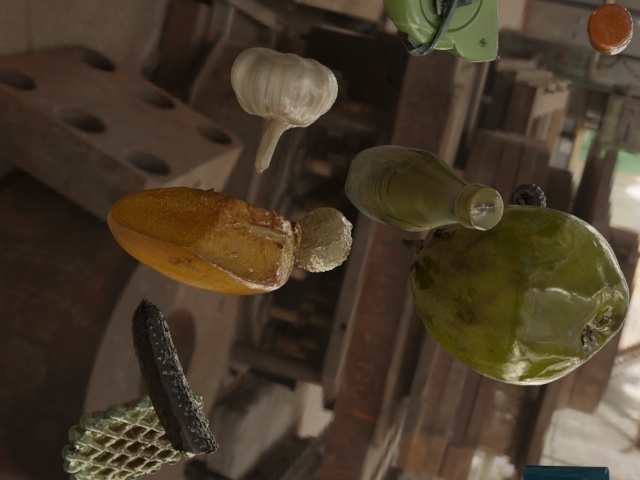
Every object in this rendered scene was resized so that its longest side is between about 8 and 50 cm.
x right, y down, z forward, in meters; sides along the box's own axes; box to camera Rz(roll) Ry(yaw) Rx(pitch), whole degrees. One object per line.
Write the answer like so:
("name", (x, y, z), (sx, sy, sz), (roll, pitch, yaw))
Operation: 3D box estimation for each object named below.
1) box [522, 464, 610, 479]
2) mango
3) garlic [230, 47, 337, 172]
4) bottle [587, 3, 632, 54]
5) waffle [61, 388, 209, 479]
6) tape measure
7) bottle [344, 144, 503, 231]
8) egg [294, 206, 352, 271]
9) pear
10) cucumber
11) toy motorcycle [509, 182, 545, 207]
("box", (0.406, 0.463, 1.724), (0.073, 0.139, 0.194), (-73, 156, -56))
("mango", (-0.214, 0.001, 1.891), (0.201, 0.349, 0.199), (-77, 175, -63))
("garlic", (-0.083, -0.231, 1.908), (0.199, 0.199, 0.226), (-7, 115, -75))
("bottle", (0.452, -0.323, 1.637), (0.187, 0.069, 0.069), (-17, 121, -73))
("waffle", (-0.379, 0.408, 2.163), (0.292, 0.309, 0.056), (96, -27, -48))
("tape measure", (0.178, -0.352, 1.497), (0.106, 0.175, 0.200), (-131, -143, -58))
("bottle", (0.101, -0.046, 1.023), (0.269, 0.083, 0.083), (-155, -102, -68))
("egg", (0.000, 0.000, 2.074), (0.140, 0.118, 0.116), (-52, 144, -15))
("pear", (0.291, 0.072, 1.664), (0.287, 0.375, 0.287), (-42, 146, -38))
("cucumber", (-0.224, 0.203, 1.529), (0.245, 0.067, 0.067), (67, 19, -2))
("toy motorcycle", (0.370, 0.012, 1.945), (0.094, 0.130, 0.229), (-12, 133, -45))
